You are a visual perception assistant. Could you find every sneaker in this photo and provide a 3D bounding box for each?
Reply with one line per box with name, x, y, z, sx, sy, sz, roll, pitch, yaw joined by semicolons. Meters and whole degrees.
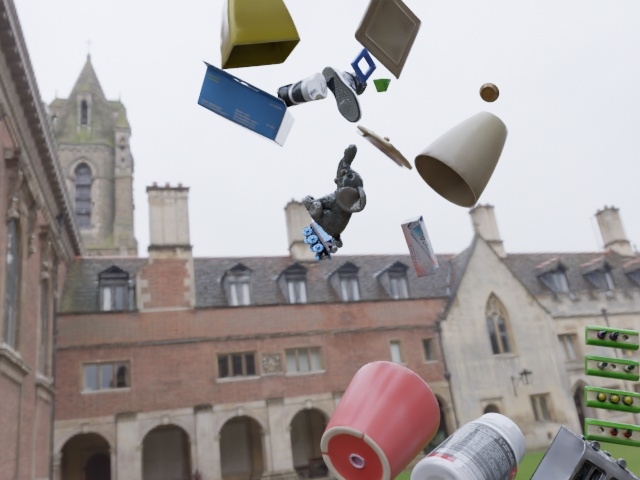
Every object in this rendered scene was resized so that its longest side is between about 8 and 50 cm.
sneaker;-0.061;-0.433;1.699;0.121;0.079;0.217;-9;14;19
sneaker;0.114;-0.488;1.986;0.163;0.226;0.086;-2;-30;-49

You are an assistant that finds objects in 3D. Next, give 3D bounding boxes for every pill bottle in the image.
pill bottle;0.341;0.506;1.313;0.283;0.161;0.161;-15;-8;-47

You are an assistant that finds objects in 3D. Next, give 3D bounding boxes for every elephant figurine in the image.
elephant figurine;0.077;-0.139;1.821;0.239;0.169;0.186;-37;-47;9

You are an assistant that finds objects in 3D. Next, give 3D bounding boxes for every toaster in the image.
toaster;0.555;0.518;1.253;0.168;0.186;0.110;34;-5;-10

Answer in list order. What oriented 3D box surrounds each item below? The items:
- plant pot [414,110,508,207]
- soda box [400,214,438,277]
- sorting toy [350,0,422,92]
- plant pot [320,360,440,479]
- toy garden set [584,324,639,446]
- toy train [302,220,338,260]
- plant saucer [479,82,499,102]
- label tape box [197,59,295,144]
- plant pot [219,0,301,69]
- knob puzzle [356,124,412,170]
plant pot;0.501;-0.297;1.984;0.274;0.256;0.256;-49;-17;-9
soda box;0.308;0.019;1.816;0.062;0.183;0.058;-14;13;27
sorting toy;0.170;-0.544;1.515;0.047;0.348;0.196;10;-18;49
plant pot;0.142;0.491;1.511;0.274;0.275;0.243;-23;8;37
toy garden set;0.671;0.307;1.239;0.203;0.245;0.049;6;-20;8
toy train;0.000;0.000;2.349;0.105;0.184;0.080;-26;-37;-11
plant saucer;0.666;-0.583;2.325;0.083;0.083;0.015;-28;13;46
label tape box;-0.210;-0.370;1.643;0.240;0.106;0.334;26;5;1
plant pot;-0.203;-0.658;1.798;0.212;0.187;0.212;-11;0;-19
knob puzzle;0.181;-0.261;1.601;0.030;0.213;0.213;-52;-28;3
